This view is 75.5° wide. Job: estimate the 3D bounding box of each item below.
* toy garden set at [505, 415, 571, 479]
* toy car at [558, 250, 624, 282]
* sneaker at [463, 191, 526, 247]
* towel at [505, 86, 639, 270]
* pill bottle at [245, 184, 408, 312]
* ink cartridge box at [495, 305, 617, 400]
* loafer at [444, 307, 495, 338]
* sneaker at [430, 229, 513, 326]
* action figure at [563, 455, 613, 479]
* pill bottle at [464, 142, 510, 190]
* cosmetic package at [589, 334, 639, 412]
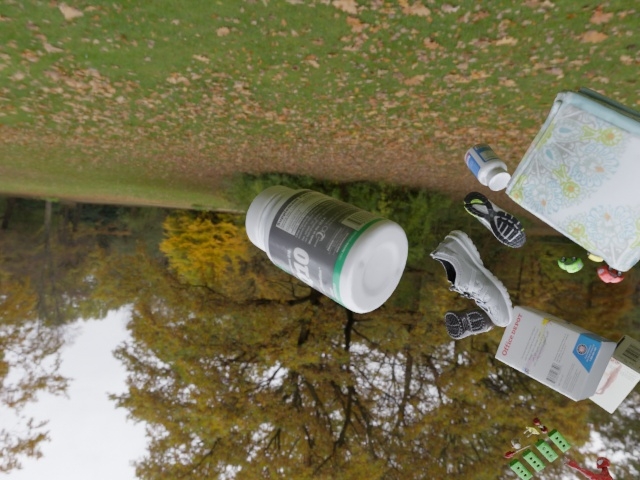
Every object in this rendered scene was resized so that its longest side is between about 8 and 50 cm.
[{"bbox_3d":[0.878,0.854,1.719,0.204,0.244,0.049,45,-172,-13],"label":"toy garden set"},{"bbox_3d":[1.136,0.108,1.771,0.239,0.053,0.224,49,149,-23],"label":"toy car"},{"bbox_3d":[0.739,-0.089,1.743,0.300,0.111,0.121,50,-162,20],"label":"sneaker"},{"bbox_3d":[0.680,-0.157,1.015,0.090,0.321,0.374,-19,-130,-34],"label":"towel"},{"bbox_3d":[0.000,0.000,0.953,0.360,0.205,0.204,26,-165,40],"label":"pill bottle"},{"bbox_3d":[0.664,0.311,1.179,0.168,0.172,0.232,13,-171,-42],"label":"ink cartridge box"},{"bbox_3d":[0.687,0.373,1.871,0.129,0.134,0.366,-5,170,-13],"label":"loafer"},{"bbox_3d":[0.396,0.116,1.104,0.115,0.281,0.105,-33,173,-10],"label":"sneaker"},{"bbox_3d":[0.755,0.753,1.197,0.138,0.281,0.091,18,159,32],"label":"action figure"},{"bbox_3d":[0.723,-0.314,1.786,0.124,0.124,0.222,4,-138,-14],"label":"pill bottle"},{"bbox_3d":[1.208,0.543,1.677,0.153,0.297,0.129,-29,-134,-27],"label":"cosmetic package"}]
